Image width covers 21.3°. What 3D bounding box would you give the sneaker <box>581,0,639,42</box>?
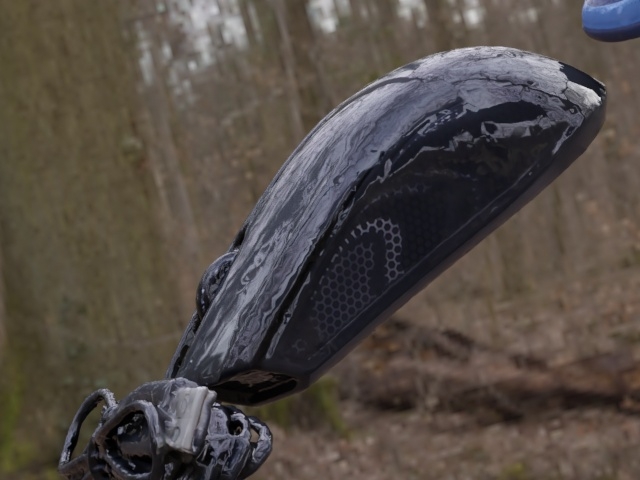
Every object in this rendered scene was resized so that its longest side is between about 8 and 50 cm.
[{"bbox_3d":[0.171,-0.153,0.803,0.144,0.059,0.053,-45,32,-8],"label":"sneaker"}]

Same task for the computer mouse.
[{"bbox_3d":[0.000,0.000,0.664,0.272,0.072,0.188,-41,7,-20],"label":"computer mouse"}]
